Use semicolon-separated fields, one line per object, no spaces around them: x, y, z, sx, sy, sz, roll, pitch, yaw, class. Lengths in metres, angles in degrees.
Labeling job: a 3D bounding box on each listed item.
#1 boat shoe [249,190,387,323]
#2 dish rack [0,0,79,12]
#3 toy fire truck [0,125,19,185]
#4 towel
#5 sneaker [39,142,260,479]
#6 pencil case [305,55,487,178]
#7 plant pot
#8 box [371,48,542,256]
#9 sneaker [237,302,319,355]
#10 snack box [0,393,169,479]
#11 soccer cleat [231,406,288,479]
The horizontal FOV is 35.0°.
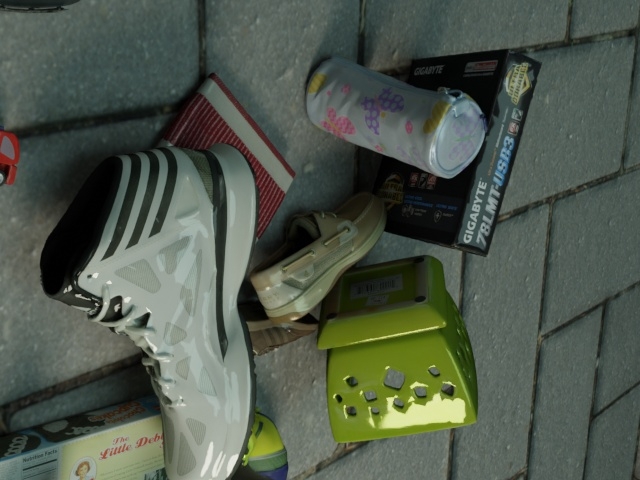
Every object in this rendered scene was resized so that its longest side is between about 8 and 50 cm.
0.000;0.000;1.526;0.302;0.109;0.098;-47;114;-40;boat shoe
-0.301;-0.373;1.051;0.208;0.074;0.271;-10;111;-48;dish rack
-0.392;-0.134;1.048;0.192;0.047;0.135;10;94;-52;toy fire truck
-0.174;-0.027;1.361;0.329;0.037;0.237;-59;139;-18;towel
-0.221;0.105;1.228;0.258;0.169;0.447;-4;100;-38;sneaker
0.101;-0.181;1.451;0.113;0.273;0.124;-41;133;-24;pencil case
0.111;0.156;1.576;0.227;0.228;0.207;-80;156;-63;plant pot
0.194;-0.140;1.563;0.073;0.295;0.293;15;91;-25;box
-0.083;0.136;1.522;0.188;0.066;0.071;6;116;-47;sneaker
-0.310;0.320;1.301;0.322;0.060;0.187;-8;111;-49;snack box
-0.118;0.286;1.487;0.289;0.094;0.121;66;24;-52;soccer cleat
